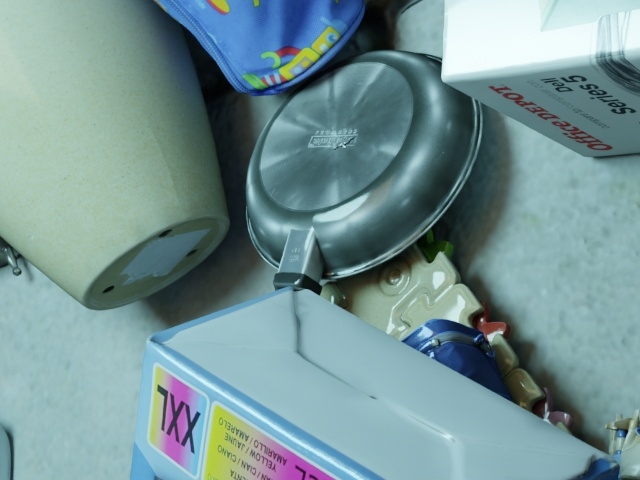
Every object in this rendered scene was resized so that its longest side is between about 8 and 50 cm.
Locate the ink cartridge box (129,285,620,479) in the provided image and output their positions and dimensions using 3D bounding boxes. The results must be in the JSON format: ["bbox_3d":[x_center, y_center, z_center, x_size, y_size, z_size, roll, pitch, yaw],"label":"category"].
[{"bbox_3d":[0.007,0.267,1.116,0.270,0.151,0.396,28,122,38],"label":"ink cartridge box"}]

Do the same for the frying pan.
[{"bbox_3d":[-0.016,-0.012,1.293,0.326,0.053,0.197,-51,42,-9],"label":"frying pan"}]

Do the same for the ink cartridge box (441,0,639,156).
[{"bbox_3d":[0.237,-0.136,1.098,0.272,0.198,0.115,-5,75,35],"label":"ink cartridge box"}]

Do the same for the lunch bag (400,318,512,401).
[{"bbox_3d":[0.072,0.093,1.176,0.098,0.067,0.065,-39,55,23],"label":"lunch bag"}]

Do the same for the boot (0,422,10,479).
[{"bbox_3d":[-0.321,0.266,1.462,0.123,0.095,0.258,-16,59,38],"label":"boot"}]

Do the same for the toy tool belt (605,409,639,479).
[{"bbox_3d":[0.200,0.131,1.142,0.083,0.052,0.051,-13,57,63],"label":"toy tool belt"}]

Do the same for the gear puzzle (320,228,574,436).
[{"bbox_3d":[0.048,0.082,1.275,0.175,0.044,0.339,-46,52,17],"label":"gear puzzle"}]

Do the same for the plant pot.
[{"bbox_3d":[-0.189,-0.094,1.391,0.256,0.256,0.274,-39,72,20],"label":"plant pot"}]

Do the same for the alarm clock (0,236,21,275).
[{"bbox_3d":[-0.311,-0.048,1.553,0.192,0.064,0.129,18,89,38],"label":"alarm clock"}]

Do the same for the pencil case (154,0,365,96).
[{"bbox_3d":[-0.106,-0.231,1.306,0.133,0.306,0.119,-55,25,-19],"label":"pencil case"}]
